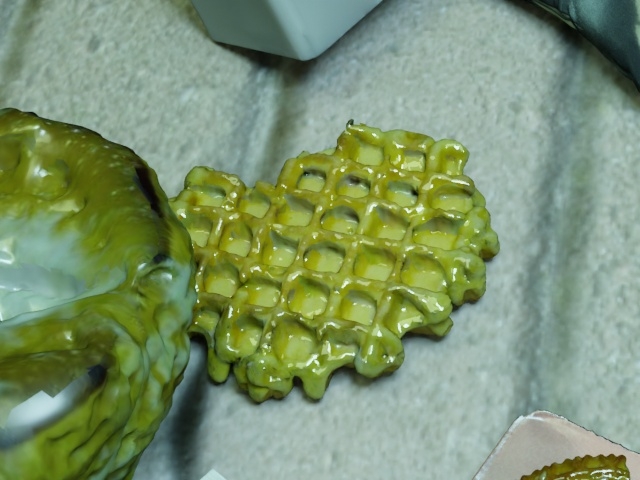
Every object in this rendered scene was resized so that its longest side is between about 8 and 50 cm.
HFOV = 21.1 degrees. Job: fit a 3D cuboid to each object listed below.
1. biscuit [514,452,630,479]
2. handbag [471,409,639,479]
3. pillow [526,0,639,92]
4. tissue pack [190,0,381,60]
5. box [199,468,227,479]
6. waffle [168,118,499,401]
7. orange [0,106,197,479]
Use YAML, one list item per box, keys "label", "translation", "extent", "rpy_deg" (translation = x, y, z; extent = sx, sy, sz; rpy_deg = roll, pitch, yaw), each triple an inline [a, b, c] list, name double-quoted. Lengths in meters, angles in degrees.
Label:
- label: "biscuit"
  translation: [0.130, 0.217, 1.007]
  extent: [0.126, 0.025, 0.206]
  rpy_deg: [-3, 54, 12]
- label: "handbag"
  translation: [0.178, 0.210, 1.057]
  extent: [0.212, 0.059, 0.157]
  rpy_deg: [25, 61, 30]
- label: "pillow"
  translation: [0.234, -0.232, 1.354]
  extent: [0.186, 0.106, 0.250]
  rpy_deg: [-43, 51, -9]
- label: "tissue pack"
  translation: [0.002, -0.280, 1.393]
  extent: [0.246, 0.136, 0.159]
  rpy_deg: [-43, 33, -19]
- label: "box"
  translation: [-0.099, 0.229, 1.080]
  extent: [0.152, 0.100, 0.048]
  rpy_deg: [-39, 52, -17]
- label: "waffle"
  translation: [0.000, 0.001, 1.261]
  extent: [0.253, 0.056, 0.249]
  rpy_deg: [-37, 55, -13]
- label: "orange"
  translation: [-0.213, 0.087, 1.135]
  extent: [0.271, 0.210, 0.368]
  rpy_deg: [-2, 35, 21]
